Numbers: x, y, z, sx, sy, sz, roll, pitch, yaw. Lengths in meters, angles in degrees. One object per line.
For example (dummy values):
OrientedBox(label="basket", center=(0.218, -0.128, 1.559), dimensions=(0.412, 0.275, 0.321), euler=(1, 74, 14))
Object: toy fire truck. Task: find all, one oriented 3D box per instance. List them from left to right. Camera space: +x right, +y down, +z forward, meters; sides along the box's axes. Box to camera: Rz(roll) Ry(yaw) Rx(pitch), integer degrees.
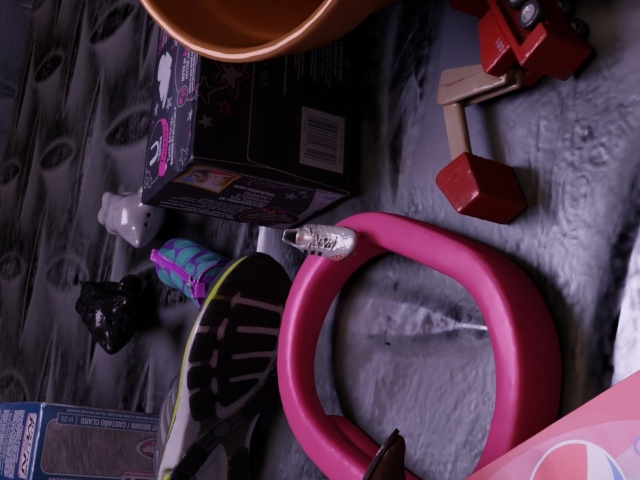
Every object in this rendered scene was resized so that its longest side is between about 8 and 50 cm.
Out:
OrientedBox(label="toy fire truck", center=(0.123, -0.123, 0.597), dimensions=(0.135, 0.047, 0.192), euler=(-51, 39, 38))

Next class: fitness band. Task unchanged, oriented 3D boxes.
OrientedBox(label="fitness band", center=(0.056, 0.088, 0.626), dimensions=(0.291, 0.054, 0.208), euler=(25, 101, 57))

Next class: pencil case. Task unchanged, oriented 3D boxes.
OrientedBox(label="pencil case", center=(-0.139, 0.039, 0.940), dimensions=(0.152, 0.070, 0.064), euler=(20, 97, 59))

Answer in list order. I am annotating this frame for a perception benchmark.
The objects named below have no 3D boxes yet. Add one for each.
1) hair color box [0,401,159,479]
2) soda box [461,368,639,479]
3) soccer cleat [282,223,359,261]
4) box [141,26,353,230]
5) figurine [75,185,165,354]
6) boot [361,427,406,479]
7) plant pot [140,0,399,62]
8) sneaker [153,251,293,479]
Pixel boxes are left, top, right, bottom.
OrientedBox(label="hair color box", center=(-0.328, 0.267, 1.066), dimensions=(0.347, 0.174, 0.105), euler=(-16, 65, 55))
OrientedBox(label="soda box", center=(0.180, 0.110, 0.390), dimensions=(0.263, 0.084, 0.092), euler=(-49, 41, 39))
OrientedBox(label="soccer cleat", center=(0.000, 0.000, 0.673), dimensions=(0.083, 0.036, 0.029), euler=(4, 80, 58))
OrientedBox(label="box", center=(-0.068, -0.152, 0.804), dimensions=(0.142, 0.164, 0.247), euler=(-25, 58, 57))
OrientedBox(label="figurine", center=(-0.250, 0.028, 1.061), dimensions=(0.209, 0.093, 0.214), euler=(-162, 85, -73))
OrientedBox(label="boot", center=(0.079, 0.179, 0.512), dimensions=(0.114, 0.037, 0.106), euler=(26, 131, 23))
OrientedBox(label="plant pot", center=(-0.003, -0.294, 0.647), dimensions=(0.291, 0.204, 0.290), euler=(14, 112, 38))
OrientedBox(label="sneaker", center=(-0.112, 0.148, 0.829), dimensions=(0.121, 0.111, 0.299), euler=(36, 108, 61))
